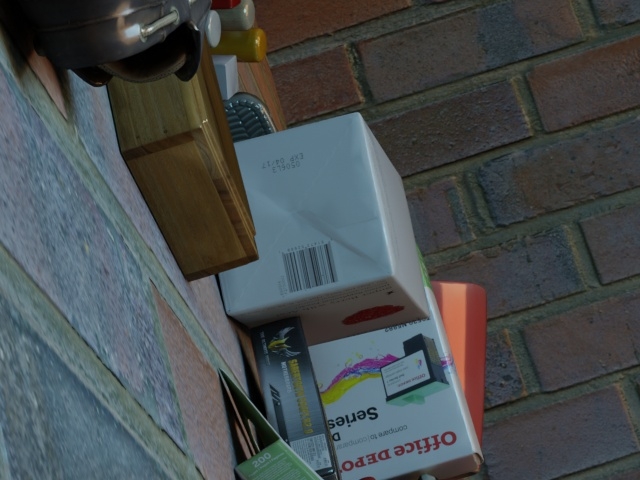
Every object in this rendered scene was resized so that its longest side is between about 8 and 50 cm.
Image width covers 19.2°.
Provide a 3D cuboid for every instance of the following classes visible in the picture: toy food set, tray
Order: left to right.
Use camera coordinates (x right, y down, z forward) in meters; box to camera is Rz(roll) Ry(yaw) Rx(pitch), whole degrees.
[{"bbox_3d":[-0.146,-0.190,1.658,0.203,0.076,0.411,69,6,-56],"label":"tray"},{"bbox_3d":[-0.141,-0.218,2.045,0.232,0.104,0.111,-54,143,-64],"label":"toy food set"}]

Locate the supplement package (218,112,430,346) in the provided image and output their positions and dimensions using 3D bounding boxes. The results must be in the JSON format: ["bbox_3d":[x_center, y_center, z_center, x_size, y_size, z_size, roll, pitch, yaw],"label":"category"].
[{"bbox_3d":[0.000,0.000,1.997,0.293,0.177,0.175,43,34,-75],"label":"supplement package"}]

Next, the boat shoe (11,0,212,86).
[{"bbox_3d":[-0.142,-0.167,1.281,0.355,0.132,0.130,-36,119,-78],"label":"boat shoe"}]

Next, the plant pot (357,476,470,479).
[{"bbox_3d":[0.104,0.343,1.977,0.191,0.174,0.191,-175,-90,-83],"label":"plant pot"}]

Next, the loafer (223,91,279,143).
[{"bbox_3d":[-0.064,-0.089,2.450,0.087,0.094,0.251,-92,165,-64],"label":"loafer"}]

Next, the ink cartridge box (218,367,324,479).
[{"bbox_3d":[-0.028,0.236,1.616,0.235,0.056,0.171,40,-24,47],"label":"ink cartridge box"}]

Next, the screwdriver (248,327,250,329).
[{"bbox_3d":[-0.094,0.017,2.046,0.025,0.024,0.170,23,49,-46],"label":"screwdriver"}]

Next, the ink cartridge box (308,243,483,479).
[{"bbox_3d":[0.064,0.166,2.306,0.117,0.201,0.278,59,15,-74],"label":"ink cartridge box"}]

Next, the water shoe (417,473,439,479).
[{"bbox_3d":[0.147,0.323,2.250,0.203,0.080,0.073,86,19,-81],"label":"water shoe"}]

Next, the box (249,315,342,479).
[{"bbox_3d":[-0.012,0.218,1.870,0.231,0.056,0.183,-104,179,-52],"label":"box"}]

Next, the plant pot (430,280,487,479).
[{"bbox_3d":[0.100,0.199,2.498,0.275,0.275,0.243,61,21,-77],"label":"plant pot"}]
